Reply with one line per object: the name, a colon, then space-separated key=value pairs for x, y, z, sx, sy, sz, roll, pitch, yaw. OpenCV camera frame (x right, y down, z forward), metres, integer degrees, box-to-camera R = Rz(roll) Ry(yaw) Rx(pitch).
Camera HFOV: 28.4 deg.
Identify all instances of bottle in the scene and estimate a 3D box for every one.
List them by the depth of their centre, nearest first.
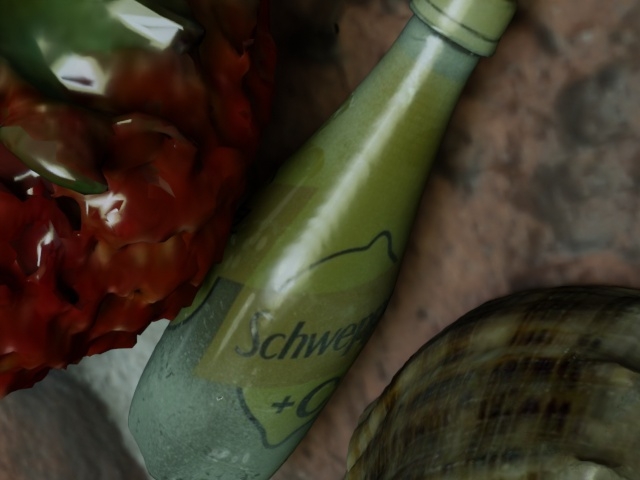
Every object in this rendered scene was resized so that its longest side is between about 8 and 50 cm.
bottle: x=0.000 y=0.000 z=0.555 sx=0.083 sy=0.083 sz=0.269 roll=36 pitch=115 yaw=13

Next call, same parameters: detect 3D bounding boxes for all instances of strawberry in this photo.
strawberry: x=-0.207 y=-0.038 z=0.541 sx=0.351 sy=0.312 sz=0.267 roll=-43 pitch=54 yaw=46

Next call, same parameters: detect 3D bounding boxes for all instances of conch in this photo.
conch: x=0.100 y=0.137 z=0.503 sx=0.291 sy=0.159 sz=0.210 roll=-5 pitch=102 yaw=28
